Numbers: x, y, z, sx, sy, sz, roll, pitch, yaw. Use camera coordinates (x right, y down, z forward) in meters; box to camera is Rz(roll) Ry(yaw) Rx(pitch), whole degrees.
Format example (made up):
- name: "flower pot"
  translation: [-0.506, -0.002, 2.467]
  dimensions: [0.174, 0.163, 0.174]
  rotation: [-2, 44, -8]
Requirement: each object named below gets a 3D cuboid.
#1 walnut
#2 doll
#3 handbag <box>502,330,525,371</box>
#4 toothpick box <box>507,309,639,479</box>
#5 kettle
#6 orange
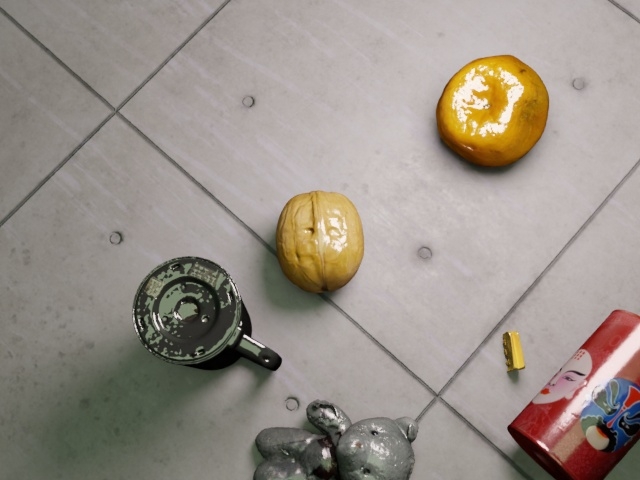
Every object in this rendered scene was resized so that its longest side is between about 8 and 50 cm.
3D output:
- name: "walnut"
  translation: [0.000, 0.000, 1.699]
  dimensions: [0.193, 0.193, 0.225]
  rotation: [3, 76, 3]
- name: "doll"
  translation: [0.024, 0.446, 1.604]
  dimensions: [0.341, 0.158, 0.245]
  rotation: [4, 65, 6]
- name: "handbag"
  translation: [0.412, 0.236, 1.691]
  dimensions: [0.027, 0.061, 0.083]
  rotation: [-6, 75, -4]
- name: "toothpick box"
  translation: [0.563, 0.325, 1.593]
  dimensions: [0.204, 0.204, 0.333]
  rotation: [43, 81, 11]
- name: "kettle"
  translation: [-0.211, 0.163, 1.602]
  dimensions: [0.262, 0.308, 0.203]
  rotation: [-1, 76, 2]
- name: "orange"
  translation: [0.387, -0.279, 1.758]
  dimensions: [0.249, 0.183, 0.248]
  rotation: [-1, 86, 18]
